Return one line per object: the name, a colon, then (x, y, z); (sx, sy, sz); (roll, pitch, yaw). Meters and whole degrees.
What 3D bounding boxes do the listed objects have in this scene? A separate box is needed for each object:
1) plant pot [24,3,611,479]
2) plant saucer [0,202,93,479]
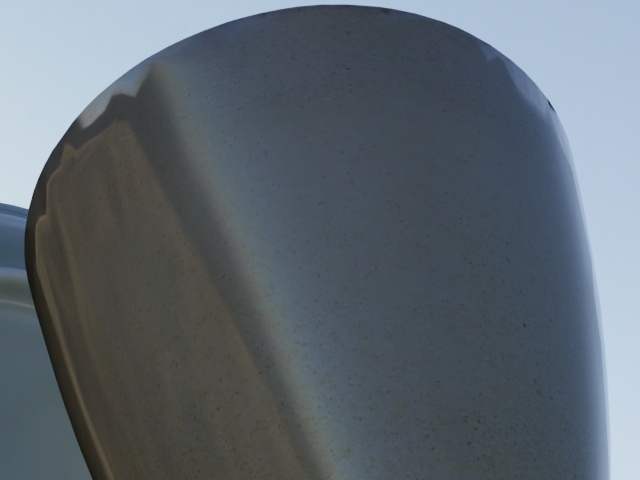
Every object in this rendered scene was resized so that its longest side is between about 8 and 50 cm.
plant pot: (0.014, 0.086, 0.779); (0.256, 0.256, 0.274); (56, 14, -40)
plant saucer: (-0.214, 0.131, 1.264); (0.400, 0.400, 0.100); (45, -38, 2)
